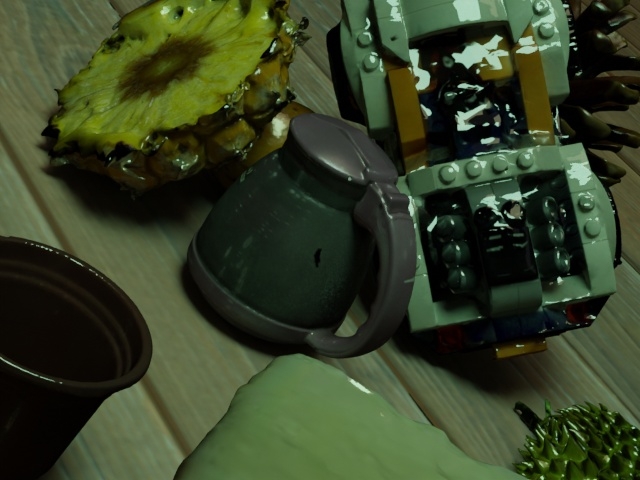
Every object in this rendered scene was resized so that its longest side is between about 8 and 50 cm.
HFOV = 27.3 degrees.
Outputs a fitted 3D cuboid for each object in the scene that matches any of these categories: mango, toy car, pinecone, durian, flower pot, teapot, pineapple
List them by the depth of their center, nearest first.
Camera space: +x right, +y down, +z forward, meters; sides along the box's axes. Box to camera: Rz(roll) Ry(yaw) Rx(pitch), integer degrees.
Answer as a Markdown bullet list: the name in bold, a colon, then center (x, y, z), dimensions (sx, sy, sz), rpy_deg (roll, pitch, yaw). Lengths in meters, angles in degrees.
- **flower pot**: center (-0.150, 0.066, 0.642), dimensions (0.111, 0.089, 0.111), rpy_deg (25, 26, -13)
- **teapot**: center (-0.009, -0.004, 0.853), dimensions (0.116, 0.146, 0.148), rpy_deg (19, 28, -24)
- **durian**: center (0.185, 0.168, 0.861), dimensions (0.215, 0.086, 0.100), rpy_deg (55, 1, 35)
- **pineapple**: center (-0.095, -0.107, 0.938), dimensions (0.076, 0.225, 0.225), rpy_deg (56, 7, -37)
- **toy car**: center (0.118, -0.062, 0.965), dimensions (0.193, 0.118, 0.301), rpy_deg (-10, 77, -2)
- **mango**: center (-0.032, -0.067, 1.027), dimensions (0.105, 0.084, 0.159), rpy_deg (24, 3, 26)
- **pinecone**: center (0.171, -0.117, 1.147), dimensions (0.264, 0.264, 0.264), rpy_deg (24, 26, -13)

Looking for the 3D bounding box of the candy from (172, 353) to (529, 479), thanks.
- **candy**: center (0.066, 0.198, 0.580), dimensions (0.321, 0.135, 0.179), rpy_deg (28, 23, 0)
